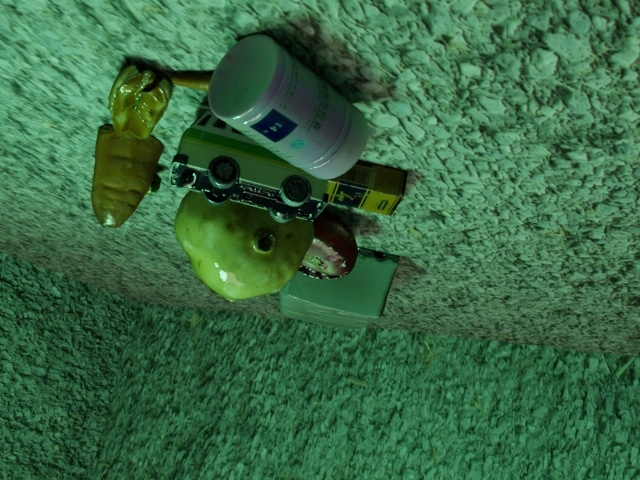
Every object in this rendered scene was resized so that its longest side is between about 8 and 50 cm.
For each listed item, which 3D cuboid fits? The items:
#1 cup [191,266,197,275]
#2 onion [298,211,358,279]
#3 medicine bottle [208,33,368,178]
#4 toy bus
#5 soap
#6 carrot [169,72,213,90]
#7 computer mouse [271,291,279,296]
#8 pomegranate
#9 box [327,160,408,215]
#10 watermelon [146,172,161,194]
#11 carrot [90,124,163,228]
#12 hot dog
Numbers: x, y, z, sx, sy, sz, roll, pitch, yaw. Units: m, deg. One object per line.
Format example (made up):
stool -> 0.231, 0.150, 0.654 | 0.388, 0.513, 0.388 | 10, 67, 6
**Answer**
cup -> -0.410, 0.089, 2.751 | 0.120, 0.119, 0.141 | 10, 178, 6
onion -> -0.007, 0.006, 2.023 | 0.248, 0.161, 0.248 | 6, 155, 3
medicine bottle -> -0.047, -0.216, 1.237 | 0.152, 0.152, 0.254 | -1, 161, 40
toy bus -> -0.134, -0.158, 1.465 | 0.306, 0.178, 0.143 | 14, 163, -10
soap -> 0.041, 0.157, 2.451 | 0.351, 0.212, 0.435 | 11, 166, -3
carrot -> -0.195, -0.284, 1.324 | 0.190, 0.037, 0.037 | 6, 164, 25
computer mouse -> -0.196, 0.080, 2.427 | 0.232, 0.057, 0.120 | 60, 168, -9
pomegranate -> -0.178, -0.024, 1.752 | 0.333, 0.332, 0.332 | 11, 165, 3
box -> 0.064, -0.128, 1.650 | 0.237, 0.070, 0.152 | 15, 165, -2
watermelon -> -0.475, -0.150, 1.941 | 0.182, 0.091, 0.075 | -11, 168, 38
carrot -> -0.475, -0.141, 1.723 | 0.159, 0.224, 0.159 | 14, 169, 3
hot dog -> -0.358, -0.269, 1.438 | 0.109, 0.072, 0.269 | 19, 162, -18
